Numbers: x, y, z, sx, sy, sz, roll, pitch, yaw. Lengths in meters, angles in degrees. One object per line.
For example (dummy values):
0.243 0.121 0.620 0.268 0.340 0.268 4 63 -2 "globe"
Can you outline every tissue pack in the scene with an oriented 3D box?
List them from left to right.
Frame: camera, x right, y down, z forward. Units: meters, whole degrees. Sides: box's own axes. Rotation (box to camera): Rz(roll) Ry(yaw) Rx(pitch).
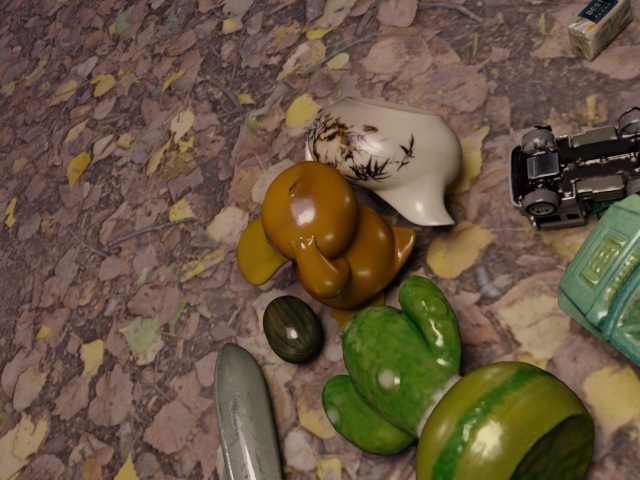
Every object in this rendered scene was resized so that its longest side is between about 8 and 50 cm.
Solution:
0.379 -0.296 0.843 0.083 0.062 0.042 -47 55 3 "tissue pack"

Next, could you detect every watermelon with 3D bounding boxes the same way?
-0.041 0.123 0.873 0.078 0.078 0.110 -40 48 8 "watermelon"

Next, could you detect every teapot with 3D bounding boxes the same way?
0.077 -0.121 0.868 0.300 0.208 0.165 18 117 55 "teapot"

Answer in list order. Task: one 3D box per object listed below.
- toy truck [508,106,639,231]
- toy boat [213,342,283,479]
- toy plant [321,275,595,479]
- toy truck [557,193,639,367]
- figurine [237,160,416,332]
0.353 -0.077 0.706 0.253 0.124 0.114 -9 61 30 "toy truck"
-0.105 0.258 0.844 0.085 0.078 0.260 -42 50 36 "toy boat"
0.124 0.172 0.696 0.316 0.184 0.224 30 101 49 "toy plant"
0.356 0.076 0.564 0.279 0.156 0.155 48 117 46 "toy truck"
0.010 0.001 0.806 0.215 0.228 0.215 -29 53 46 "figurine"
